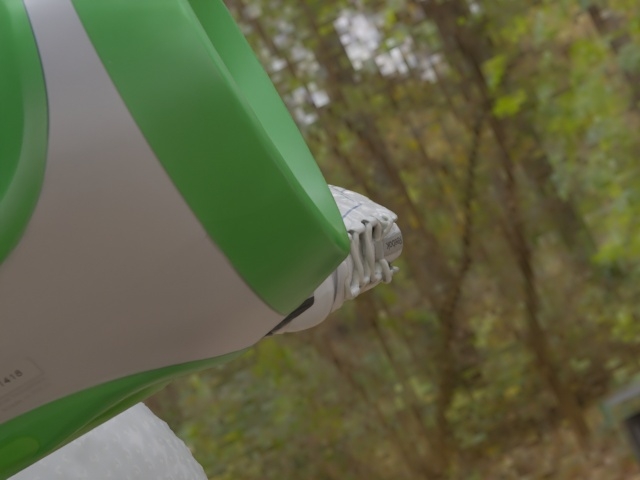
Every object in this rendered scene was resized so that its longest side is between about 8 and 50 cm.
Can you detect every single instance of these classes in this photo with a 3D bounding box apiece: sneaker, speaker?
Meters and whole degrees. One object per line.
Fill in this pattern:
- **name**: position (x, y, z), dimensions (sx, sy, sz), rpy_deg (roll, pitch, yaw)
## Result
- **sneaker**: position (0.000, 0.000, 1.360), dimensions (0.129, 0.111, 0.297), rpy_deg (1, 13, -1)
- **speaker**: position (-0.145, 0.031, 0.479), dimensions (0.296, 0.131, 0.131), rpy_deg (-30, -2, 5)

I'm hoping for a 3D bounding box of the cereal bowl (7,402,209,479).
- **cereal bowl**: position (-0.152, 0.217, 0.851), dimensions (0.141, 0.339, 0.339), rpy_deg (4, 20, 45)
